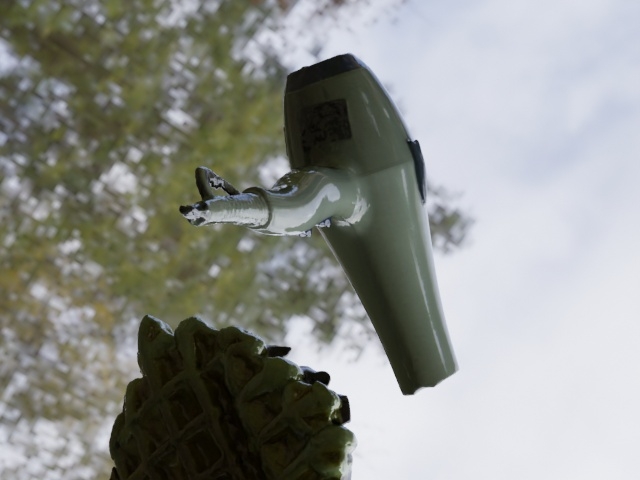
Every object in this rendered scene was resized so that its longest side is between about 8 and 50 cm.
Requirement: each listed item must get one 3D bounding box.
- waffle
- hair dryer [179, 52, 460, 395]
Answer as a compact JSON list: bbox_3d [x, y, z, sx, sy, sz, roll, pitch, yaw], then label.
[{"bbox_3d":[-0.060,0.159,1.095,0.214,0.054,0.207,13,-87,39],"label":"waffle"},{"bbox_3d":[0.011,0.014,0.770,0.067,0.167,0.199,-21,-165,24],"label":"hair dryer"}]
